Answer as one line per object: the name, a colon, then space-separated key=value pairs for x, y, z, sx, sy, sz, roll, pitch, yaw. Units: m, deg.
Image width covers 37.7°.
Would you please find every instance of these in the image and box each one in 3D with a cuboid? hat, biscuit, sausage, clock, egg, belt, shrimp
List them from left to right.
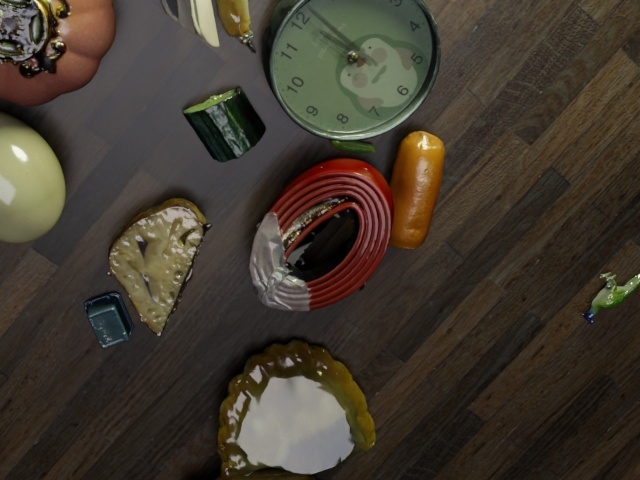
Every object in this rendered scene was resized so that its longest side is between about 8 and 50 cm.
egg: x=-0.541 y=-0.109 z=1.604 sx=0.186 sy=0.186 sz=0.242 roll=-29 pitch=108 yaw=2
hat: x=-0.189 y=-0.441 z=1.539 sx=0.164 sy=0.219 sz=0.226 roll=-39 pitch=125 yaw=-6
shrimp: x=-0.095 y=-0.480 z=1.600 sx=0.185 sy=0.068 sz=0.287 roll=36 pitch=103 yaw=-18
biscuit: x=-0.062 y=0.380 z=1.905 sx=0.335 sy=0.078 sz=0.329 roll=-45 pitch=104 yaw=-6
belt: x=0.000 y=0.000 z=1.748 sx=0.227 sy=0.115 sz=0.324 roll=40 pitch=109 yaw=-5
clock: x=0.056 y=-0.325 z=1.657 sx=0.318 sy=0.066 sz=0.319 roll=-5 pitch=123 yaw=-8
sausage: x=0.178 y=-0.091 z=1.787 sx=0.098 sy=0.098 sz=0.238 roll=6 pitch=112 yaw=-12

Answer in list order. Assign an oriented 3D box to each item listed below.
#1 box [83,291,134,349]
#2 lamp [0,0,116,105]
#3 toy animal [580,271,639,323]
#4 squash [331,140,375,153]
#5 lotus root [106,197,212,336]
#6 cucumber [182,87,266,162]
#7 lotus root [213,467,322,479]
box: x=-0.407 y=0.158 z=1.802 sx=0.074 sy=0.054 sz=0.099 roll=-18 pitch=114 yaw=0
lamp: x=-0.477 y=-0.361 z=1.487 sx=0.305 sy=0.240 sz=0.306 roll=-4 pitch=112 yaw=-9
toy animal: x=0.631 y=0.086 z=1.961 sx=0.217 sy=0.041 sz=0.075 roll=-38 pitch=114 yaw=2
squash: x=0.061 y=-0.178 z=1.767 sx=0.089 sy=0.027 sz=0.027 roll=15 pitch=108 yaw=-18
lotus root: x=-0.311 y=0.037 z=1.762 sx=0.170 sy=0.074 sz=0.261 roll=27 pitch=106 yaw=-18
cucumber: x=-0.171 y=-0.210 z=1.697 sx=0.116 sy=0.062 sz=0.115 roll=-30 pitch=117 yaw=4
lotus root: x=-0.135 y=0.545 z=1.951 sx=0.303 sy=0.131 sz=0.146 roll=-3 pitch=154 yaw=-11
